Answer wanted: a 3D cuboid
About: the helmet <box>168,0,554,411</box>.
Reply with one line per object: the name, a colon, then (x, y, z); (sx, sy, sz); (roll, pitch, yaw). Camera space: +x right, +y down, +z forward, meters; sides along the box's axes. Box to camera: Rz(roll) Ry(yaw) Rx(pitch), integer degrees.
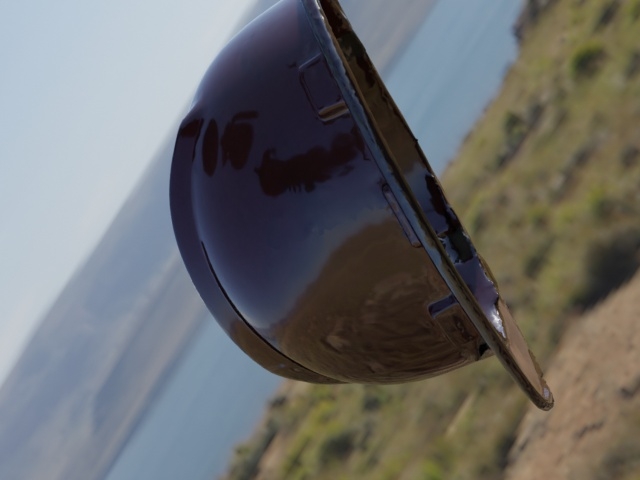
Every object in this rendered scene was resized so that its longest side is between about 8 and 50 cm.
helmet: (0.000, 0.000, 0.378); (0.057, 0.111, 0.089); (-29, 8, 6)
